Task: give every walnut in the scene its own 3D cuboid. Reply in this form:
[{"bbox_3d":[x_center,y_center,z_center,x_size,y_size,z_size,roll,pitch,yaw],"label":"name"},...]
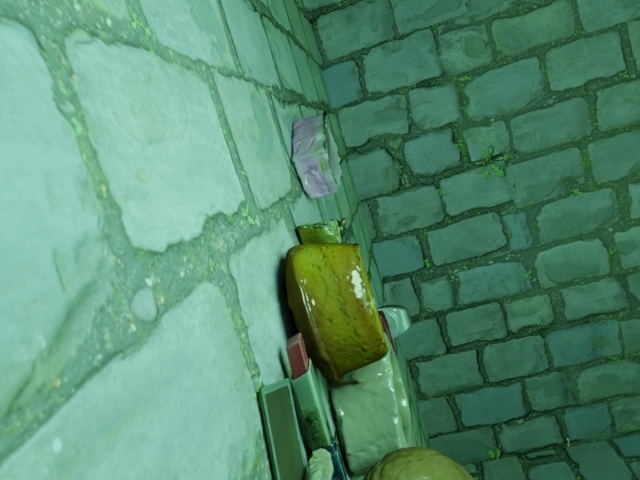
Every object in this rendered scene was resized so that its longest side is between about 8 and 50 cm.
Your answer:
[{"bbox_3d":[0.180,0.550,0.938,0.333,0.333,0.332,-15,90,-80],"label":"walnut"}]

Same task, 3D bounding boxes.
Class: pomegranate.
[{"bbox_3d":[0.054,-0.039,1.632,0.073,0.085,0.073,-24,90,-85],"label":"pomegranate"}]

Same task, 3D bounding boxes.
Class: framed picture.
[{"bbox_3d":[-0.055,0.311,0.773,0.142,0.011,0.183,34,42,-74],"label":"framed picture"}]

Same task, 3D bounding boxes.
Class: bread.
[{"bbox_3d":[0.034,0.135,1.040,0.312,0.173,0.311,-17,90,-81],"label":"bread"},{"bbox_3d":[-0.001,0.002,1.284,0.156,0.103,0.110,-15,101,-74],"label":"bread"}]

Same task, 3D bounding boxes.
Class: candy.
[{"bbox_3d":[-0.010,-0.261,1.527,0.265,0.116,0.155,-93,165,-51],"label":"candy"}]

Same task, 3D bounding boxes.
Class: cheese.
[{"bbox_3d":[0.127,0.395,1.225,0.332,0.153,0.292,-63,137,-77],"label":"cheese"}]

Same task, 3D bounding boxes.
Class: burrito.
[{"bbox_3d":[-0.006,0.381,0.782,0.149,0.041,0.055,-55,143,-77],"label":"burrito"}]

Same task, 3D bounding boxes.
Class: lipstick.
[{"bbox_3d":[-0.010,0.316,0.878,0.051,0.051,0.311,-87,161,-84],"label":"lipstick"}]

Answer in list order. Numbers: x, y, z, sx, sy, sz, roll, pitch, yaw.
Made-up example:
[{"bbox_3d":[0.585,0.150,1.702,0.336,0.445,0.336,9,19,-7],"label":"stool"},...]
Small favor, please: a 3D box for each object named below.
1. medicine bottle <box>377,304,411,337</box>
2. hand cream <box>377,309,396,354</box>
[{"bbox_3d":[0.242,0.306,1.866,0.324,0.179,0.124,13,63,-77],"label":"medicine bottle"},{"bbox_3d":[0.157,0.320,1.557,0.193,0.126,0.192,-14,90,-80],"label":"hand cream"}]
